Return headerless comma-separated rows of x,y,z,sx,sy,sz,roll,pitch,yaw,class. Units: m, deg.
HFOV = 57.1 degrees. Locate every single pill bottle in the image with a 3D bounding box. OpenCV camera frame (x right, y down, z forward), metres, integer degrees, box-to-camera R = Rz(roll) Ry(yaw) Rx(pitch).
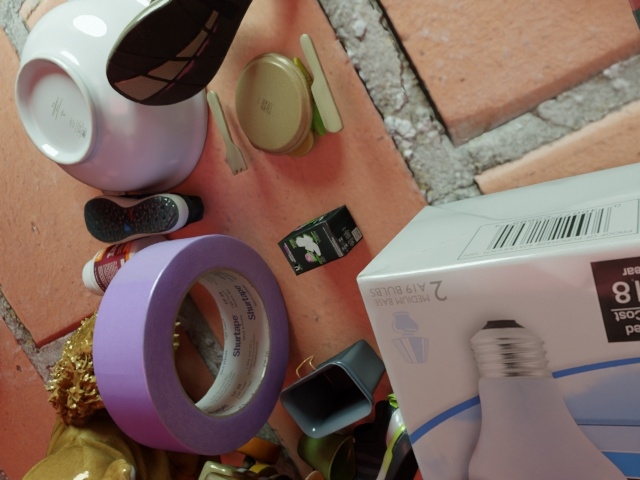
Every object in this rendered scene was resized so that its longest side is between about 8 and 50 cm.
-0.307,0.044,0.934,0.151,0.086,0.086,-16,103,34,pill bottle

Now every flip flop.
-0.147,-0.275,0.681,0.112,0.080,0.277,26,111,-34,flip flop

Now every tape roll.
-0.155,0.133,0.771,0.090,0.275,0.275,-7,108,33,tape roll

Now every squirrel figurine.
-0.325,0.283,0.863,0.280,0.370,0.398,-5,86,2,squirrel figurine

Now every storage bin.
0.020,0.194,0.813,0.135,0.091,0.098,-39,90,36,storage bin

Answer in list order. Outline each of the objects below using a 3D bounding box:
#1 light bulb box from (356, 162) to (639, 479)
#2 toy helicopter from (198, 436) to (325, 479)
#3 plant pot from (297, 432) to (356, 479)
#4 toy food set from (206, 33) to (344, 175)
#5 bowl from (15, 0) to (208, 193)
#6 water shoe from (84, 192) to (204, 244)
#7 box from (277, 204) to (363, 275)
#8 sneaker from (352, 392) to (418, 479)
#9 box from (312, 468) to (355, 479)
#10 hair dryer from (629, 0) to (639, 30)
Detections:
0.276,0.132,0.556,0.357,0.225,0.361,-11,105,33,light bulb box
-0.070,0.364,0.820,0.234,0.140,0.355,17,161,14,toy helicopter
0.009,0.322,0.894,0.079,0.083,0.084,13,119,37,plant pot
-0.054,-0.164,0.729,0.192,0.038,0.133,-14,97,39,toy food set
-0.311,-0.187,0.801,0.297,0.134,0.298,13,118,25,bowl
-0.263,-0.034,0.874,0.203,0.080,0.073,1,97,30,water shoe
0.000,0.000,0.752,0.083,0.062,0.052,-23,101,35,box
0.088,0.311,0.854,0.097,0.084,0.235,45,129,34,sneaker
0.029,0.396,0.947,0.083,0.018,0.067,11,117,26,box
0.248,-0.277,0.471,0.293,0.080,0.224,27,123,17,hair dryer
